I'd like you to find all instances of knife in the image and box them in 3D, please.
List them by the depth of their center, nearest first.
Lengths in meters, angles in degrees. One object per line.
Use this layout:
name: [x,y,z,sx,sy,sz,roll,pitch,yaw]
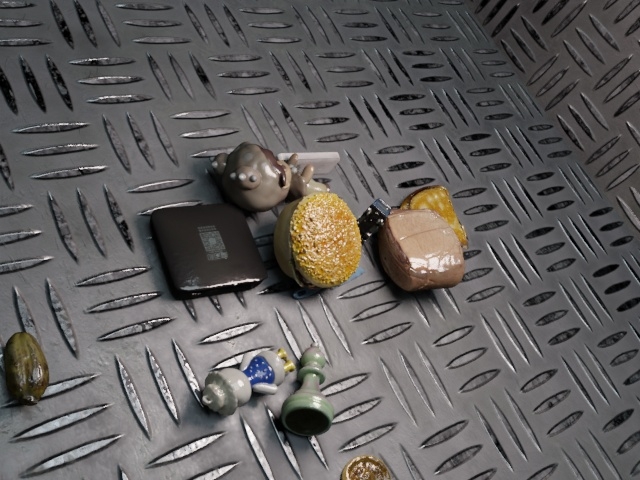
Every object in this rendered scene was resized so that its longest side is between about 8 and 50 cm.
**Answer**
knife: [0.032,0.132,2.110,0.313,0.019,0.044,-20,78,-40]

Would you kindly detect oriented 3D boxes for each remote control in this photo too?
remote control: [-0.054,-0.258,2.277,0.250,0.103,0.034,-8,65,-34]

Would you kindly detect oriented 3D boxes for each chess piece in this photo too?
chess piece: [-0.025,0.383,1.833,0.139,0.139,0.271,25,38,-15]

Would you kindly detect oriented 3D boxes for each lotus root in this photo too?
lotus root: [-0.662,0.289,1.518,0.089,0.080,0.179,-10,59,-21]

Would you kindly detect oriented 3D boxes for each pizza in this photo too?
pizza: [0.441,-0.099,2.491,0.288,0.074,0.251,37,47,-5]

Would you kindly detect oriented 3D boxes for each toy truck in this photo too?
toy truck: [0.152,-0.052,2.188,0.074,0.201,0.088,43,42,2]

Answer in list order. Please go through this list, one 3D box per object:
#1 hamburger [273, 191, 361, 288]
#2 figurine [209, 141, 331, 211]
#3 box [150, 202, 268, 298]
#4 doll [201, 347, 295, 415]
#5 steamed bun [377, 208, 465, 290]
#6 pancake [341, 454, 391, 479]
hamburger: [0.000,0.000,2.012,0.302,0.170,0.302,-3,94,-47]
figurine: [-0.150,-0.182,2.102,0.380,0.203,0.248,10,18,-38]
box: [-0.321,0.023,1.929,0.290,0.073,0.289,-8,62,-35]
doll: [-0.189,0.363,1.746,0.293,0.119,0.138,-20,62,-46]
steamed bun: [0.318,0.045,2.239,0.251,0.199,0.301,-7,51,-16]
pancake: [0.125,0.645,1.790,0.158,0.028,0.158,15,54,-21]
